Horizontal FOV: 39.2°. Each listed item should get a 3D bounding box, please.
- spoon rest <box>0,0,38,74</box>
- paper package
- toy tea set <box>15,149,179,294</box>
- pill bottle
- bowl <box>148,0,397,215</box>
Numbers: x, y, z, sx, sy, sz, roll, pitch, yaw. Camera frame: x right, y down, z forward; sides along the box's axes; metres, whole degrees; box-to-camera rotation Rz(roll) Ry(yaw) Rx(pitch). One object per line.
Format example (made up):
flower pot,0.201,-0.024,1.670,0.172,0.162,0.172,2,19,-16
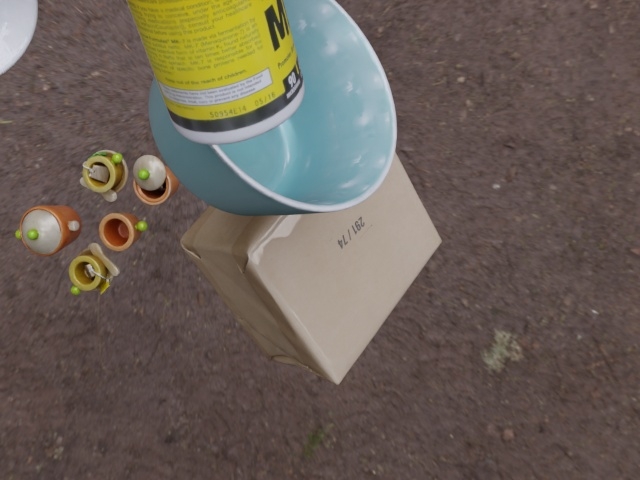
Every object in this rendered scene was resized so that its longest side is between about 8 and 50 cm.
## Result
spoon rest,-0.364,-0.169,0.742,0.276,0.084,0.137,-21,141,-31
paper package,0.000,0.000,1.396,0.325,0.168,0.309,-51,127,-25
toy tea set,-0.417,-0.049,1.666,0.200,0.124,0.336,44,109,4
pill bottle,-0.090,-0.190,0.700,0.119,0.119,0.208,-20,130,-5
bowl,-0.076,-0.153,1.062,0.312,0.163,0.311,17,61,-34
